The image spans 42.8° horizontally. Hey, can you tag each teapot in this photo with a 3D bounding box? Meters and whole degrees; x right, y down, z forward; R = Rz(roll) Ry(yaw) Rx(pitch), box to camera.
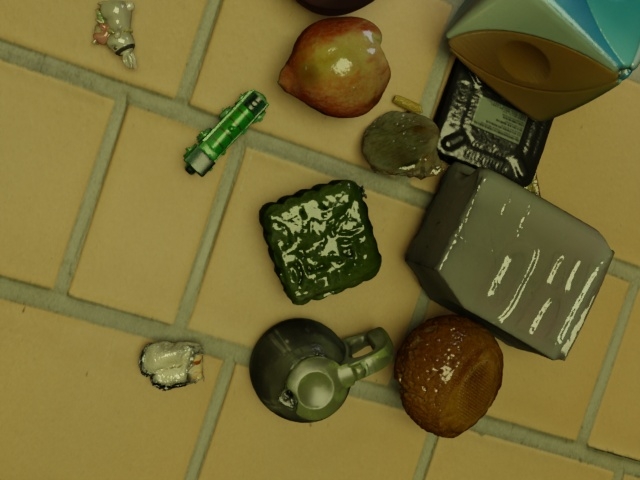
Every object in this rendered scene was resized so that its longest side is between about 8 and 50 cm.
[{"bbox_3d":[0.010,0.319,1.896,0.321,0.239,0.240,5,95,-15],"label":"teapot"}]

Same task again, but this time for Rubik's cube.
[{"bbox_3d":[0.542,-0.522,1.854,0.347,0.352,0.352,38,71,-9],"label":"Rubik's cube"}]

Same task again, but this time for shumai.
[{"bbox_3d":[0.201,-0.213,1.959,0.201,0.201,0.120,-30,143,-9],"label":"shumai"}]

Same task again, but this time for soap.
[{"bbox_3d":[0.444,0.053,1.965,0.435,0.213,0.350,29,92,-19],"label":"soap"}]

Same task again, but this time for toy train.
[{"bbox_3d":[-0.213,-0.245,1.852,0.085,0.119,0.251,44,86,-12],"label":"toy train"}]

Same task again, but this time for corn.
[{"bbox_3d":[0.214,-0.329,1.994,0.083,0.027,0.028,23,122,-13],"label":"corn"}]

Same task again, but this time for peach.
[{"bbox_3d":[0.027,-0.386,1.847,0.256,0.232,0.232,-20,100,-2],"label":"peach"}]

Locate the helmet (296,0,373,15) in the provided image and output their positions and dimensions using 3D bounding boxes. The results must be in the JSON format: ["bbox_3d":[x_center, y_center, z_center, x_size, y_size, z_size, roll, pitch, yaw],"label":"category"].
[{"bbox_3d":[0.048,-0.641,1.835,0.271,0.197,0.338,45,60,-4],"label":"helmet"}]

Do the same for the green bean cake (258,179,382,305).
[{"bbox_3d":[0.000,0.000,1.907,0.246,0.156,0.250,-19,99,-10],"label":"green bean cake"}]

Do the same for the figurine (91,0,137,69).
[{"bbox_3d":[-0.452,-0.452,1.808,0.098,0.081,0.146,5,102,29],"label":"figurine"}]

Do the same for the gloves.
[{"bbox_3d":[-0.344,0.288,1.894,0.153,0.070,0.114,0,102,-13],"label":"gloves"}]

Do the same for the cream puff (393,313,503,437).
[{"bbox_3d":[0.298,0.313,1.971,0.303,0.212,0.303,-22,125,-34],"label":"cream puff"}]

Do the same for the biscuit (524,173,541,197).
[{"bbox_3d":[0.449,-0.114,2.076,0.231,0.016,0.139,-14,98,-12],"label":"biscuit"}]

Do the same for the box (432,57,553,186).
[{"bbox_3d":[0.432,-0.299,2.022,0.290,0.073,0.289,21,87,-12],"label":"box"}]
